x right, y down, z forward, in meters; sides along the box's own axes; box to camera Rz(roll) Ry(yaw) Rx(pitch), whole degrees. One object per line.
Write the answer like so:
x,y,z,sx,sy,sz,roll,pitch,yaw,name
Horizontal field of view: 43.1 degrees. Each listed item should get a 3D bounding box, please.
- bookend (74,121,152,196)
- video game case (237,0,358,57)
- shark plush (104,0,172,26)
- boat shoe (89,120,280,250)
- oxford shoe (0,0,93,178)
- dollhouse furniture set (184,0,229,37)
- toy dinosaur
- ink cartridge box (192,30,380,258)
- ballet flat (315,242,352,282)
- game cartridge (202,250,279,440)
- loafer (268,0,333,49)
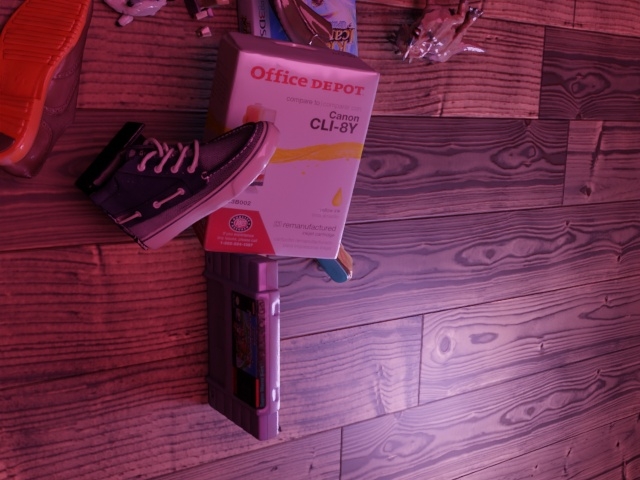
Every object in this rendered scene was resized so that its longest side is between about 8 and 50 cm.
-0.341,-0.110,1.510,0.156,0.072,0.157,-53,126,-17,bookend
-0.044,-0.482,1.673,0.270,0.061,0.244,-13,108,-35,video game case
-0.319,-0.451,1.475,0.161,0.073,0.067,-26,84,-26,shark plush
-0.239,-0.122,1.369,0.340,0.127,0.158,-36,124,21,boat shoe
-0.469,-0.279,1.374,0.132,0.130,0.363,62,46,-69,oxford shoe
-0.186,-0.444,1.539,0.081,0.114,0.091,-34,115,-33,dollhouse furniture set
0.267,-0.471,1.882,0.296,0.127,0.200,23,92,-50,toy dinosaur
-0.076,-0.175,1.547,0.279,0.160,0.384,5,112,-21,ink cartridge box
0.000,0.000,1.807,0.232,0.080,0.073,55,38,-34,ballet flat
-0.159,0.195,1.609,0.068,0.230,0.355,-6,102,-30,game cartridge
-0.026,-0.419,1.590,0.087,0.094,0.251,-29,132,4,loafer
